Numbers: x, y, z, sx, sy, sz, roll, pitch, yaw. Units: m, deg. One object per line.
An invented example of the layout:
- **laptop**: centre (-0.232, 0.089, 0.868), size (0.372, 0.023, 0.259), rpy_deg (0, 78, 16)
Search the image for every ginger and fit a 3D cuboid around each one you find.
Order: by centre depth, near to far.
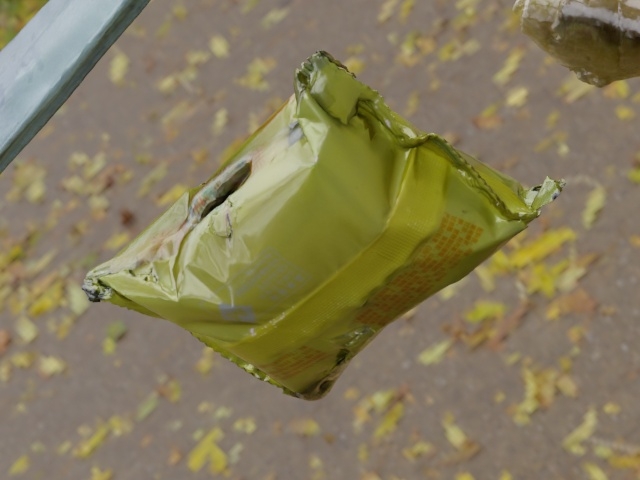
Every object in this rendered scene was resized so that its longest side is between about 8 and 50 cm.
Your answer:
- **ginger**: centre (0.220, -0.145, 1.008), size (0.214, 0.133, 0.059), rpy_deg (13, 35, 18)

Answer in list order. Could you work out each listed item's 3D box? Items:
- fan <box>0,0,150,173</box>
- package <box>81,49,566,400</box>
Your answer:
- **fan**: centre (-0.068, -0.112, 0.700), size (0.282, 0.023, 0.057), rpy_deg (-41, 44, 21)
- **package**: centre (0.000, 0.000, 0.888), size (0.226, 0.168, 0.090), rpy_deg (-38, 37, 37)
